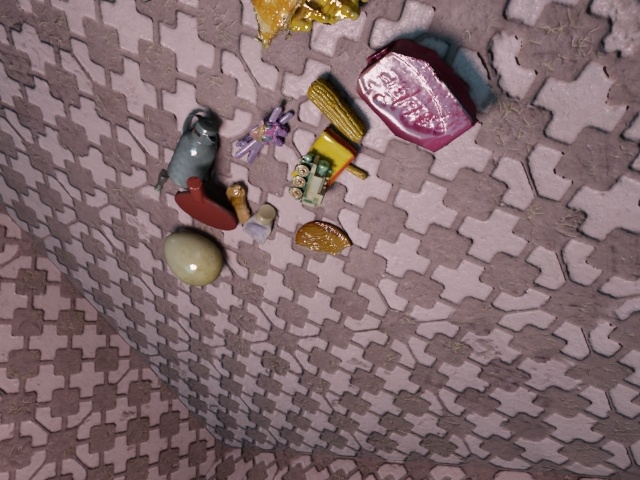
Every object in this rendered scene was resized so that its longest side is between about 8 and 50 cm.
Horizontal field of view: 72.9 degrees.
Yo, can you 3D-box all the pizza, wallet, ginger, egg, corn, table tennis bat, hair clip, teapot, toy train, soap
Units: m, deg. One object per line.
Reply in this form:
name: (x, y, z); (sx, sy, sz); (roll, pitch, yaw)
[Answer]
pizza: (-0.123, -0.645, 1.126); (0.280, 0.075, 0.287); (36, 135, 12)
wallet: (0.014, -0.264, 1.477); (0.141, 0.067, 0.241); (36, 138, -9)
ginger: (-0.330, -0.149, 1.731); (0.095, 0.069, 0.190); (26, 137, 24)
egg: (-0.572, 0.073, 1.930); (0.295, 0.218, 0.218); (40, 133, 5)
corn: (0.124, -0.229, 1.465); (0.083, 0.028, 0.027); (30, 144, 4)
table tennis bat: (-0.458, -0.134, 1.706); (0.268, 0.051, 0.414); (20, 160, 3)
hair clip: (-0.198, -0.352, 1.497); (0.137, 0.090, 0.278); (22, 147, -38)
teapot: (-0.682, -0.252, 1.853); (0.043, 0.043, 0.111); (42, 136, -8)
corn: (0.055, -0.400, 1.337); (0.231, 0.080, 0.080); (43, 132, -11)
toy train: (-0.033, -0.205, 1.459); (0.125, 0.080, 0.194); (17, 137, -5)
soap: (0.262, -0.403, 1.196); (0.325, 0.127, 0.220); (47, 129, -11)

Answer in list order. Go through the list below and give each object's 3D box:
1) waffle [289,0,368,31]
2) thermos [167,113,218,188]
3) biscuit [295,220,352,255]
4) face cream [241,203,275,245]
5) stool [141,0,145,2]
waffle: (-0.043, -0.747, 1.114); (0.380, 0.095, 0.382); (6, 125, 26)
thermos: (-0.468, -0.344, 1.614); (0.182, 0.145, 0.286); (57, 133, 18)
biscuit: (0.000, 0.001, 1.705); (0.229, 0.031, 0.176); (-21, 112, 36)
face cream: (-0.251, -0.064, 1.775); (0.114, 0.070, 0.224); (38, 145, -2)
stool: (-0.440, -0.837, 1.119); (0.297, 0.297, 0.330); (-5, 127, 30)
